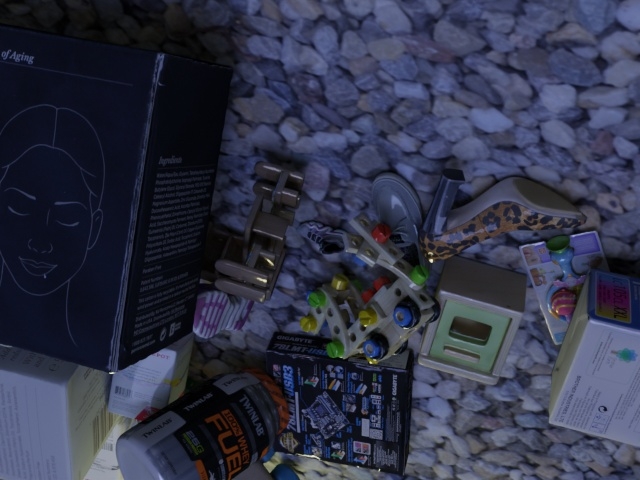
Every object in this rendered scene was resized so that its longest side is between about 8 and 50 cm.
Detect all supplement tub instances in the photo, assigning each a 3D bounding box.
[{"bbox_3d":[-0.226,0.390,1.727,0.194,0.316,0.193,30,135,35],"label":"supplement tub"}]

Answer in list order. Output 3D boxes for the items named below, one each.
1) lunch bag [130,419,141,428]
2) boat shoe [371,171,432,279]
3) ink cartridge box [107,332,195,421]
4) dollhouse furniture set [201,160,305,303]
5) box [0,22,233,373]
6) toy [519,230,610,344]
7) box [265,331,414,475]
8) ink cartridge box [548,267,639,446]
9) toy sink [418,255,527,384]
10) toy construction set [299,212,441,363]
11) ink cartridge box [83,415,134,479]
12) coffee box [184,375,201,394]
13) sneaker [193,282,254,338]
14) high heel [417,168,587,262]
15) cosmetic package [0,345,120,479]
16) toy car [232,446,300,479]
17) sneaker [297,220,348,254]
[{"bbox_3d":[-0.404,0.428,1.986,0.053,0.083,0.071,26,126,-3],"label":"lunch bag"},{"bbox_3d":[0.146,-0.011,1.549,0.079,0.081,0.227,-11,119,22],"label":"boat shoe"},{"bbox_3d":[-0.349,0.269,1.813,0.128,0.127,0.176,15,107,7],"label":"ink cartridge box"},{"bbox_3d":[-0.145,-0.004,1.561,0.161,0.212,0.242,18,152,2],"label":"dollhouse furniture set"},{"bbox_3d":[-0.440,-0.095,1.406,0.480,0.297,0.471,13,101,14],"label":"box"},{"bbox_3d":[0.453,0.100,1.554,0.137,0.056,0.237,-13,118,24],"label":"toy"},{"bbox_3d":[0.040,0.341,1.814,0.294,0.073,0.295,7,123,14],"label":"box"},{"bbox_3d":[0.612,0.226,1.465,0.396,0.151,0.269,14,131,10],"label":"ink cartridge box"},{"bbox_3d":[0.270,0.168,1.602,0.153,0.131,0.234,16,126,5],"label":"toy sink"},{"bbox_3d":[0.086,0.095,1.544,0.215,0.151,0.327,57,147,22],"label":"toy construction set"},{"bbox_3d":[-0.530,0.460,2.032,0.172,0.100,0.237,14,124,6],"label":"ink cartridge box"},{"bbox_3d":[-0.286,0.367,1.940,0.184,0.040,0.113,33,124,-7],"label":"coffee box"},{"bbox_3d":[-0.219,0.123,1.672,0.105,0.236,0.095,27,94,17],"label":"sneaker"},{"bbox_3d":[0.304,-0.016,1.497,0.261,0.093,0.186,14,128,-1],"label":"high heel"},{"bbox_3d":[-0.622,0.258,1.786,0.394,0.329,0.327,12,125,7],"label":"cosmetic package"},{"bbox_3d":[-0.214,0.560,1.984,0.238,0.219,0.210,-3,126,51],"label":"toy car"},{"bbox_3d":[0.000,0.000,1.604,0.098,0.069,0.038,10,124,9],"label":"sneaker"}]
